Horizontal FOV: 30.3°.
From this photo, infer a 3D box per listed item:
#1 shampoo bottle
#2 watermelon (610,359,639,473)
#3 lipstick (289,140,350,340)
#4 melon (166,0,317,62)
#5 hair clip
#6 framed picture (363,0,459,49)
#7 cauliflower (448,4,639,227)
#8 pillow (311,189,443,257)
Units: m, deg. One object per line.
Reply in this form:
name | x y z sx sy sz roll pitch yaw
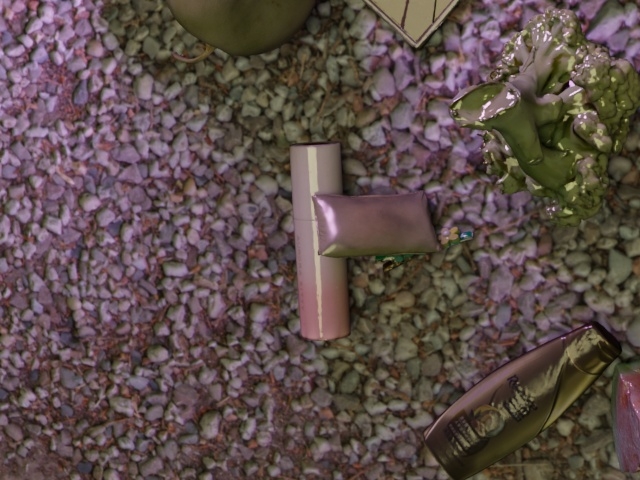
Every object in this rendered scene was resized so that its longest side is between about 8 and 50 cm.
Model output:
shampoo bottle | 0.329 0.255 1.917 0.350 0.084 0.126 -39 84 20
watermelon | 0.548 0.292 1.820 0.207 0.202 0.136 -10 136 23
lipstick | 0.000 0.000 1.978 0.087 0.087 0.327 0 101 19
melon | -0.121 -0.435 1.851 0.271 0.272 0.308 3 98 18
hair clip | 0.167 0.013 1.946 0.172 0.049 0.049 -20 93 20
framed picture | 0.168 -0.460 1.868 0.189 0.023 0.260 42 110 7
cauliflower | 0.343 -0.181 1.724 0.260 0.281 0.327 -15 89 16
pillow | 0.091 -0.025 1.901 0.208 0.053 0.119 -3 56 -12
